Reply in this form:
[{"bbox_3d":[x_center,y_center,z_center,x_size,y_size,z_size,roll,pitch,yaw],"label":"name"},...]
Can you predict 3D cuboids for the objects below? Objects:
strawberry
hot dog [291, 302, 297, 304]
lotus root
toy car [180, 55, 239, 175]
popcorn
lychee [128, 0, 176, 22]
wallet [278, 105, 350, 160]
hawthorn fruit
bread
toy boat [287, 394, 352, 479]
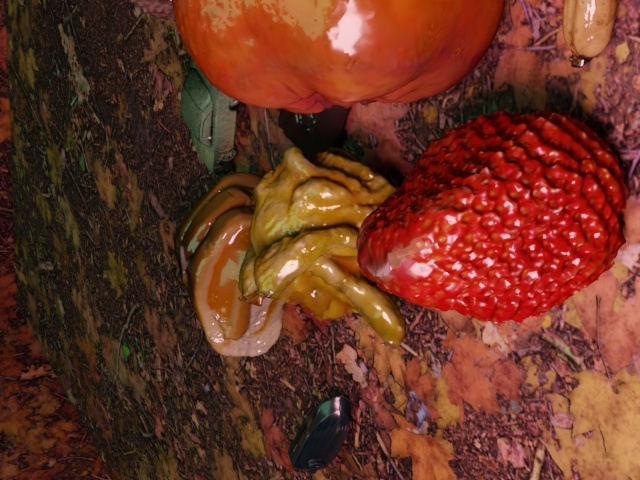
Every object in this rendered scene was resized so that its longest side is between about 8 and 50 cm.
[{"bbox_3d":[0.196,-0.014,1.159,0.312,0.351,0.267,-14,98,52],"label":"strawberry"},{"bbox_3d":[-0.014,0.033,1.763,0.249,0.068,0.100,117,150,-45],"label":"hot dog"},{"bbox_3d":[0.330,-0.286,1.111,0.072,0.063,0.152,-102,11,-56],"label":"lotus root"},{"bbox_3d":[-0.237,-0.280,1.926,0.141,0.097,0.321,56,155,27],"label":"toy car"},{"bbox_3d":[0.009,-0.002,1.472,0.321,0.325,0.290,18,109,35],"label":"popcorn"},{"bbox_3d":[-0.260,-0.557,1.704,0.300,0.300,0.300,28,124,50],"label":"lychee"},{"bbox_3d":[-0.011,-0.257,1.670,0.182,0.049,0.229,49,141,32],"label":"wallet"},{"bbox_3d":[0.021,-0.388,1.221,0.472,0.472,0.472,28,124,50],"label":"hawthorn fruit"},{"bbox_3d":[-0.187,0.023,1.845,0.341,0.210,0.300,-113,37,-54],"label":"bread"},{"bbox_3d":[0.004,0.383,1.851,0.246,0.093,0.103,114,154,-44],"label":"toy boat"}]
